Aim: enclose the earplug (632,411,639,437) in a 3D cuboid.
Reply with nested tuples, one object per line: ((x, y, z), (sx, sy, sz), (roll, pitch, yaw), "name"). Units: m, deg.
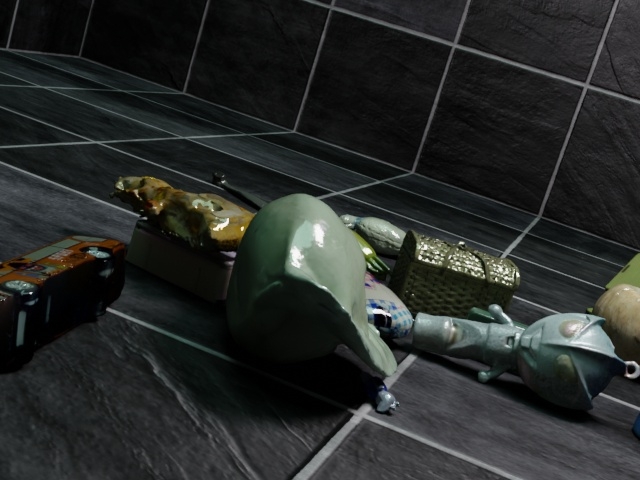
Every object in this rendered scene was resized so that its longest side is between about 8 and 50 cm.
((0.576, 0.184, 1.446), (0.132, 0.273, 0.132), (17, 12, -4), "earplug")

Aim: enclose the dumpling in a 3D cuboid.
((-0.031, 0.074, 1.319), (0.211, 0.270, 0.321), (-14, 33, 13), "dumpling")

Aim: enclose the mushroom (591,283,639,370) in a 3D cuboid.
((0.618, 0.147, 1.862), (0.189, 0.195, 0.253), (19, 9, 27), "mushroom")

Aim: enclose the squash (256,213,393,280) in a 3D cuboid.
((0.000, 0.000, 1.840), (0.341, 0.095, 0.094), (19, 11, 35), "squash")

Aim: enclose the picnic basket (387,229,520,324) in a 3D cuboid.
((0.232, 0.077, 1.729), (0.196, 0.154, 0.134), (15, 12, -5), "picnic basket")

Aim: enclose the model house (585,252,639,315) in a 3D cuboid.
((0.741, 0.081, 2.125), (0.204, 0.279, 0.218), (11, 13, -22), "model house")

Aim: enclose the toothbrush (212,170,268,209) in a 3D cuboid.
((-0.166, -0.100, 2.258), (0.030, 0.031, 0.297), (-23, 35, -31), "toothbrush")

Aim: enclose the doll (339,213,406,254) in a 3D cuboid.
((0.140, -0.009, 2.167), (0.214, 0.072, 0.103), (23, 14, 11), "doll")

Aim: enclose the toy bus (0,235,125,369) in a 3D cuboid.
((-0.334, 0.068, 1.141), (0.092, 0.093, 0.409), (12, 11, 8), "toy bus")

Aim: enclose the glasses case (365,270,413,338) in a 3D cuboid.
((0.040, 0.081, 1.627), (0.125, 0.076, 0.327), (14, 12, -28), "glasses case")

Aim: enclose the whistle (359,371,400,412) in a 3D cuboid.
((0.073, 0.198, 1.278), (0.033, 0.029, 0.083), (-10, 30, -22), "whistle")

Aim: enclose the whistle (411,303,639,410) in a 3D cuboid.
((0.315, 0.171, 1.509), (0.346, 0.142, 0.133), (9, 1, 15), "whistle")

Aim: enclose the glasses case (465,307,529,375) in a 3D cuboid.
((0.320, 0.175, 1.594), (0.184, 0.078, 0.039), (20, 12, 9), "glasses case")

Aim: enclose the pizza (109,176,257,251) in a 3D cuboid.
((-0.208, -0.050, 1.541), (0.297, 0.071, 0.189), (20, 15, 41), "pizza")

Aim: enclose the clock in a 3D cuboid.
((-0.192, 0.028, 1.556), (0.192, 0.071, 0.147), (23, 15, 25), "clock")
